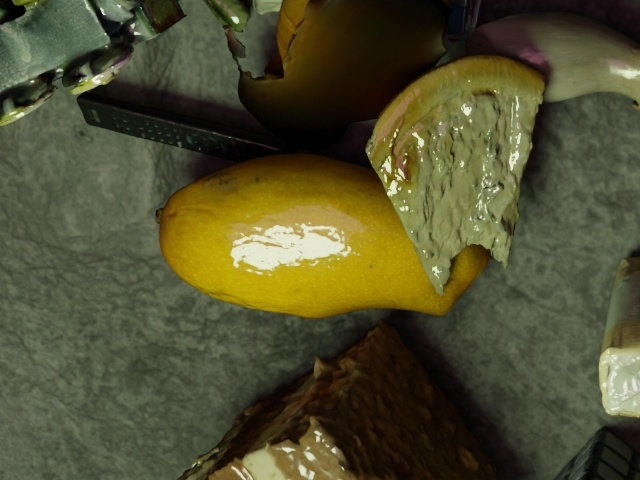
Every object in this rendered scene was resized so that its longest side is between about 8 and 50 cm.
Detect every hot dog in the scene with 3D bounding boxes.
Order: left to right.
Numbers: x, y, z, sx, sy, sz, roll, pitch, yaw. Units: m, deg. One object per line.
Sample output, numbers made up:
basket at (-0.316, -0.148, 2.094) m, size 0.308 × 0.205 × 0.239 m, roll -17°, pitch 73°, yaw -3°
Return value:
hot dog at (0.021, -0.222, 1.696) m, size 0.194 × 0.107 × 0.326 m, roll 32°, pitch 148°, yaw -25°

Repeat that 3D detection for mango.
mango at (0.002, -0.003, 1.790) m, size 0.359 × 0.144 × 0.187 m, roll 0°, pitch 122°, yaw 9°

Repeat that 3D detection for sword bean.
sword bean at (-0.177, -0.319, 1.802) m, size 0.269 × 0.038 × 0.043 m, roll 42°, pitch 125°, yaw 1°

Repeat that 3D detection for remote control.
remote control at (-0.149, -0.119, 1.844) m, size 0.245 × 0.063 × 0.025 m, roll 15°, pitch 72°, yaw 11°

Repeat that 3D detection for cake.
cake at (0.012, 0.283, 1.795) m, size 0.290 × 0.256 × 0.282 m, roll -32°, pitch 95°, yaw 30°

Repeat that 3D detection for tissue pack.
tissue pack at (0.373, 0.086, 1.663) m, size 0.186 × 0.222 × 0.090 m, roll -4°, pitch 115°, yaw 18°

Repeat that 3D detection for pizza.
pizza at (0.133, -0.059, 1.672) m, size 0.181 × 0.034 × 0.262 m, roll -7°, pitch 117°, yaw -12°

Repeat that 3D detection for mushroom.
mushroom at (0.251, -0.178, 1.692) m, size 0.213 × 0.088 × 0.097 m, roll 9°, pitch 118°, yaw 7°

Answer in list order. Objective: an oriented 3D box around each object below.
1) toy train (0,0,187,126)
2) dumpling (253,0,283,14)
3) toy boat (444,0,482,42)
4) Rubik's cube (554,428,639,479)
toy train at (-0.275, -0.222, 1.768) m, size 0.261 × 0.177 × 0.134 m, roll -19°, pitch 106°, yaw 32°
dumpling at (-0.016, -0.309, 1.728) m, size 0.134 × 0.100 × 0.169 m, roll -4°, pitch 107°, yaw 4°
toy boat at (0.135, -0.283, 1.710) m, size 0.069 × 0.059 × 0.172 m, roll 8°, pitch 108°, yaw 14°
Rubik's cube at (0.303, 0.378, 1.758) m, size 0.237 × 0.238 × 0.237 m, roll 38°, pitch 112°, yaw 2°
